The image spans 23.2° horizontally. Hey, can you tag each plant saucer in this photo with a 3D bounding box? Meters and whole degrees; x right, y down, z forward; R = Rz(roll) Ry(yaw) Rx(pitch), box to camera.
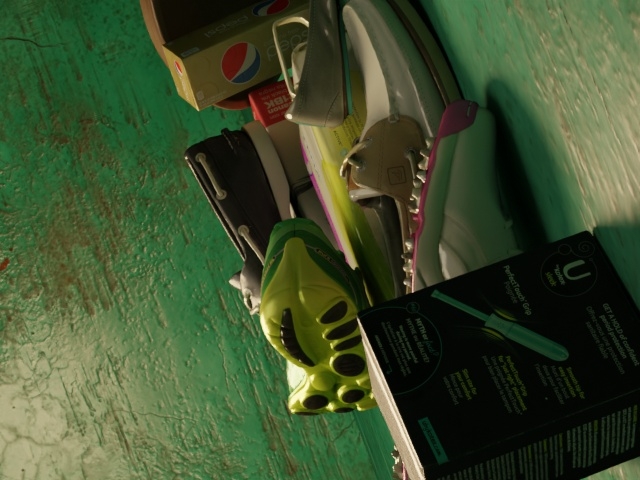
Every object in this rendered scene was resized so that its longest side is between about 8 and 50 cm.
[{"bbox_3d":[-0.116,-0.280,1.709,0.278,0.041,0.278,8,-100,-59],"label":"plant saucer"}]

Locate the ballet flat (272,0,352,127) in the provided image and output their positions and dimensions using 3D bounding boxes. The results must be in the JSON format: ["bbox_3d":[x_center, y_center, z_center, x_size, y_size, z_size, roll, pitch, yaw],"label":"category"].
[{"bbox_3d":[-0.007,-0.202,1.321,0.072,0.068,0.213,73,-163,-84],"label":"ballet flat"}]

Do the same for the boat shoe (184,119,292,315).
[{"bbox_3d":[-0.053,0.026,1.610,0.114,0.091,0.302,94,155,-72],"label":"boat shoe"}]

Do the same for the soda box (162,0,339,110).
[{"bbox_3d":[-0.066,-0.204,1.614,0.058,0.181,0.061,41,153,55],"label":"soda box"}]

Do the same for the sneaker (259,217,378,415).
[{"bbox_3d":[0.010,0.074,1.403,0.295,0.109,0.123,76,-171,-61],"label":"sneaker"}]

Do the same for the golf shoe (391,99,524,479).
[{"bbox_3d":[0.127,0.051,1.147,0.115,0.140,0.306,-42,-45,-77],"label":"golf shoe"}]

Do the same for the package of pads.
[{"bbox_3d":[0.064,-0.027,1.431,0.229,0.101,0.296,84,164,-70],"label":"package of pads"}]

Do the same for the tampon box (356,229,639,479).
[{"bbox_3d":[0.122,0.090,0.990,0.101,0.161,0.120,77,172,-56],"label":"tampon box"}]

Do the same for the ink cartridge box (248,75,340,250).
[{"bbox_3d":[0.028,-0.027,1.698,0.197,0.114,0.273,78,169,-50],"label":"ink cartridge box"}]

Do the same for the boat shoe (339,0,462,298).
[{"bbox_3d":[0.069,-0.059,1.251,0.113,0.103,0.302,105,145,-80],"label":"boat shoe"}]
